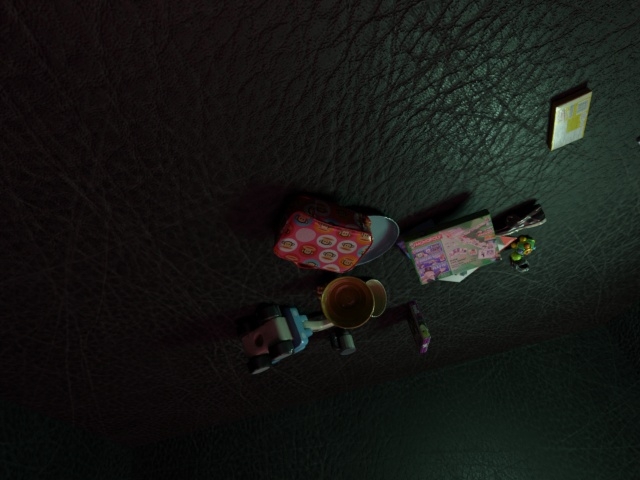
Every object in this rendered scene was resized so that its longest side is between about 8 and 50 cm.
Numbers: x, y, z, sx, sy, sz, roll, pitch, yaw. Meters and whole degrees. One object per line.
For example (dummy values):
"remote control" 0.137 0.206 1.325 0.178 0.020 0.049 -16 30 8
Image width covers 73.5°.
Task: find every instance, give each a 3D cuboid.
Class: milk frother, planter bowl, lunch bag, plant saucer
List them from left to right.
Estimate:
"lunch bag" 0.000 0.000 1.388 0.293 0.120 0.258 17 132 -19
"milk frother" 0.108 0.543 2.280 0.129 0.135 0.143 -11 147 -7
"planter bowl" 0.113 0.245 1.771 0.217 0.217 0.090 -21 -176 8
"plant saucer" 0.129 -0.004 1.564 0.317 0.044 0.318 -11 147 -7
"planter bowl" 0.197 0.257 1.897 0.162 0.162 0.109 16 162 -39

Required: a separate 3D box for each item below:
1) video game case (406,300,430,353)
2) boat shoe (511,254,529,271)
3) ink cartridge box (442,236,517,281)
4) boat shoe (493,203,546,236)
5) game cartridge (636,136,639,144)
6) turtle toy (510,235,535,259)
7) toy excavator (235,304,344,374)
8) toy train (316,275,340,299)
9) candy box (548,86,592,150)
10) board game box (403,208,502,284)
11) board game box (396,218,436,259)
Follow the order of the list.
"video game case" 0.515 0.461 2.267 0.041 0.210 0.232 -14 148 -2
"boat shoe" 0.987 0.126 2.109 0.075 0.065 0.206 -28 145 18
"ink cartridge box" 0.705 0.083 1.924 0.261 0.066 0.296 6 141 -29
"boat shoe" 0.775 -0.079 1.725 0.233 0.084 0.079 -20 109 18
"game cartridge" 1.156 -0.368 1.499 0.056 0.017 0.083 17 135 -35
"turtle toy" 0.917 0.037 1.946 0.095 0.066 0.130 8 140 -33
"toy excavator" -0.094 0.408 1.969 0.433 0.222 0.445 -36 156 26
"toy train" 0.047 0.217 1.851 0.125 0.046 0.166 -12 146 -6
"candy box" 0.761 -0.367 1.316 0.105 0.027 0.206 -21 147 12
"board game box" 0.496 0.030 1.612 0.317 0.046 0.213 -19 117 13
"board game box" 0.405 0.007 1.704 0.160 0.039 0.211 -28 146 17
